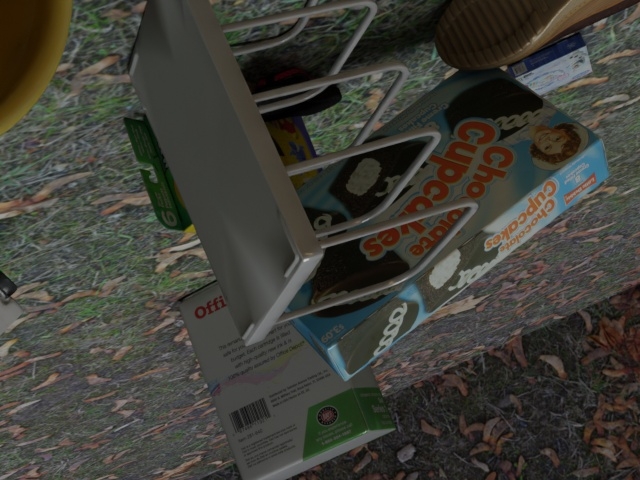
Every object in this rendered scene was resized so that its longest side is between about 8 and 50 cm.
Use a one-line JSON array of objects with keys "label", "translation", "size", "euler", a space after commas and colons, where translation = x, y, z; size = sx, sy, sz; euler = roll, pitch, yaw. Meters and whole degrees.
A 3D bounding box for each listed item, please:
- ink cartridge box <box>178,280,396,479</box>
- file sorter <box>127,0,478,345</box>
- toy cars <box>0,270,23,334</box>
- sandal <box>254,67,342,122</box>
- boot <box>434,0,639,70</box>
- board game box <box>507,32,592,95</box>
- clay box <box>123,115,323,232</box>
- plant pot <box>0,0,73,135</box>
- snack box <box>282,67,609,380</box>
[{"label": "ink cartridge box", "translation": [-0.048, 0.173, 1.902], "size": [0.201, 0.278, 0.117], "euler": [-27, 165, 19]}, {"label": "file sorter", "translation": [-0.021, -0.092, 1.144], "size": [0.173, 0.277, 0.193], "euler": [-18, 163, -24]}, {"label": "toy cars", "translation": [-0.462, 0.040, 1.332], "size": [0.394, 0.087, 0.176], "euler": [-3, 119, -49]}, {"label": "sandal", "translation": [-0.033, -0.147, 1.366], "size": [0.067, 0.040, 0.179], "euler": [-22, 178, 22]}, {"label": "boot", "translation": [0.256, -0.234, 1.341], "size": [0.248, 0.090, 0.207], "euler": [-26, 170, 40]}, {"label": "board game box", "translation": [0.264, -0.197, 1.573], "size": [0.090, 0.020, 0.090], "euler": [-24, 162, 9]}, {"label": "clay box", "translation": [-0.086, -0.073, 1.365], "size": [0.053, 0.127, 0.222], "euler": [-33, 159, 33]}, {"label": "plant pot", "translation": [-0.308, -0.135, 0.763], "size": [0.239, 0.254, 0.254], "euler": [-17, 170, 43]}, {"label": "snack box", "translation": [0.091, -0.030, 1.301], "size": [0.322, 0.187, 0.060], "euler": [-37, 137, -10]}]
